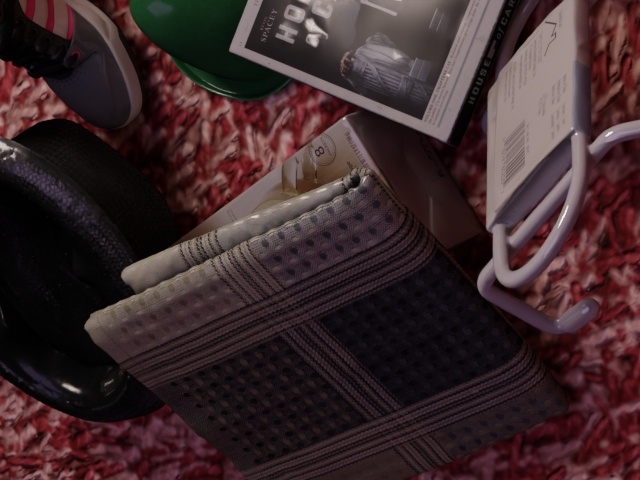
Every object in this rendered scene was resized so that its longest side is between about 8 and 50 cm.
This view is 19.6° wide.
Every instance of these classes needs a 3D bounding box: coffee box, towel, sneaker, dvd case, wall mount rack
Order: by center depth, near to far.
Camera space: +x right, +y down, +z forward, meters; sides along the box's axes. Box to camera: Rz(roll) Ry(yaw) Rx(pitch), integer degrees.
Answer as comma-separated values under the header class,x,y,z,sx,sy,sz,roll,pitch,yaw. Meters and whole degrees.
class,x,y,z,sx,sy,sz,roll,pitch,yaw
wall mount rack,0.233,-0.102,1.370,0.130,0.350,0.304,27,129,-17
dvd case,0.049,-0.201,1.545,0.239,0.030,0.179,25,97,31
towel,0.004,0.096,1.599,0.324,0.056,0.312,-26,124,29
coffee box,0.000,0.000,1.640,0.246,0.098,0.141,-36,83,36
sneaker,-0.294,-0.186,1.686,0.124,0.178,0.295,-22,114,42

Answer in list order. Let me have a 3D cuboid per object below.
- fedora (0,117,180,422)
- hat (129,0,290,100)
class,x,y,z,sx,sy,sz,roll,pitch,yaw
fedora,-0.237,0.007,1.746,0.334,0.152,0.334,20,135,21
hat,-0.139,-0.199,1.621,0.208,0.183,0.173,30,119,23
